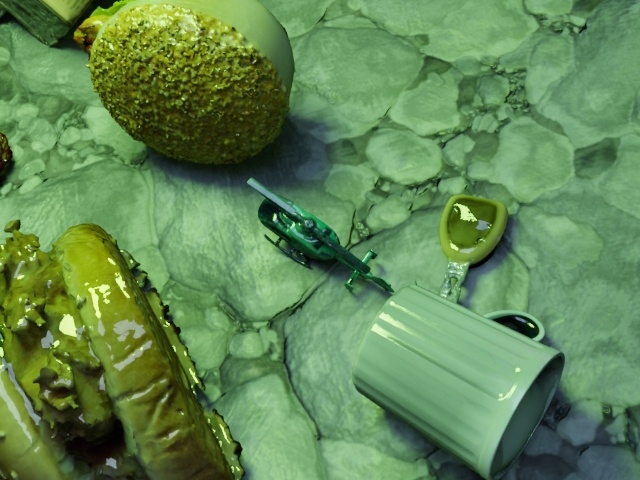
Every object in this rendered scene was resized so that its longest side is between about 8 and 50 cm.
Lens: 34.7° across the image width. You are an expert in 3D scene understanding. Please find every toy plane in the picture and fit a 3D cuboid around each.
[{"bbox_3d":[0.000,0.000,1.340,0.235,0.096,0.060,36,73,5],"label":"toy plane"}]

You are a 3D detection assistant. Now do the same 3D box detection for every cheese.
[{"bbox_3d":[0.186,0.015,1.335,0.086,0.036,0.162,14,63,17],"label":"cheese"}]

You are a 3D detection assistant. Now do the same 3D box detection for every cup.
[{"bbox_3d":[0.168,0.158,1.210,0.202,0.221,0.166,28,102,25],"label":"cup"}]

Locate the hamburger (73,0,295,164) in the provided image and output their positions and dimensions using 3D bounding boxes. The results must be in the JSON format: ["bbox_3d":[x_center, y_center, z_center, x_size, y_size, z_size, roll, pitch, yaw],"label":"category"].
[{"bbox_3d":[-0.177,-0.221,1.391,0.294,0.276,0.179,8,54,25],"label":"hamburger"}]

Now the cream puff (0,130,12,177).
[{"bbox_3d":[-0.529,-0.130,1.496,0.149,0.084,0.149,-3,62,6],"label":"cream puff"}]

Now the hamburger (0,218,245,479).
[{"bbox_3d":[-0.299,0.143,1.194,0.268,0.287,0.445,-28,56,-6],"label":"hamburger"}]

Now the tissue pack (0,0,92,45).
[{"bbox_3d":[-0.422,-0.488,1.630,0.239,0.238,0.305,22,67,19],"label":"tissue pack"}]
